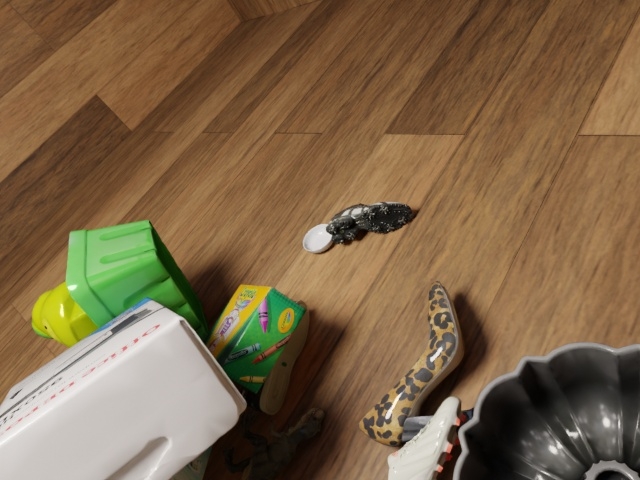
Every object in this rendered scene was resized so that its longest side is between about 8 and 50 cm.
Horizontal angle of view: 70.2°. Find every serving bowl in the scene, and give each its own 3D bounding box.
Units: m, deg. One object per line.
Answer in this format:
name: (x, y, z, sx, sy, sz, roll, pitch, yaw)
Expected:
serving bowl: (0.000, 0.000, 1.101, 0.083, 0.027, 0.083, -21, 41, 20)

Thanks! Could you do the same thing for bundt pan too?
bundt pan: (0.325, 0.285, 0.496, 0.331, 0.124, 0.330, -21, 42, 20)

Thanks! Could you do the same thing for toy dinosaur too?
toy dinosaur: (-0.111, 0.375, 0.784, 0.118, 0.064, 0.268, 32, 77, 35)

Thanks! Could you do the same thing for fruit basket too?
fruit basket: (-0.485, 0.165, 1.036, 0.392, 0.392, 0.283, -38, 39, 0)

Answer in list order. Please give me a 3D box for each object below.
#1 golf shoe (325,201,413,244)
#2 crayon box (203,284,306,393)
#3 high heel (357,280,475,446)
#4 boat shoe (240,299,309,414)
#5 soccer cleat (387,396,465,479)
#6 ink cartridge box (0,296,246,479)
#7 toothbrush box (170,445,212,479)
golf shoe: (0.108, -0.060, 1.040, 0.198, 0.077, 0.094, -12, 32, 15)
crayon box: (-0.142, 0.177, 0.891, 0.165, 0.081, 0.278, -58, 15, -15)
high heel: (0.142, 0.192, 0.745, 0.186, 0.093, 0.261, -14, 53, 18)
boat shoe: (-0.089, 0.221, 0.906, 0.079, 0.084, 0.233, -1, 54, 36)
soccer cleat: (0.135, 0.300, 0.629, 0.076, 0.068, 0.196, 24, 90, 31)
ink cartridge box: (-0.322, 0.243, 0.708, 0.285, 0.166, 0.395, -37, 14, -24)
toothbrush box: (-0.315, 0.399, 0.779, 0.216, 0.126, 0.295, -32, 13, 7)
